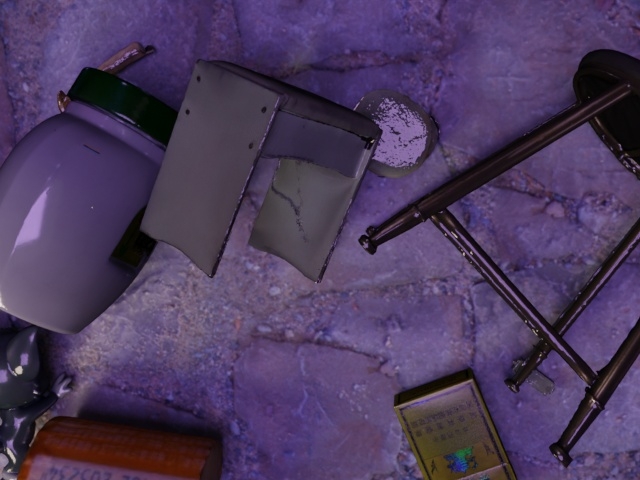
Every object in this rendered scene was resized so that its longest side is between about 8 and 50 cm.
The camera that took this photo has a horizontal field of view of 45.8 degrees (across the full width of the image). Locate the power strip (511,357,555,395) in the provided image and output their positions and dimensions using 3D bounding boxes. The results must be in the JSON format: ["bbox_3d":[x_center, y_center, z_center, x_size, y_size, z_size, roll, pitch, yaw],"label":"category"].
[{"bbox_3d":[0.346,0.221,1.239,0.083,0.017,0.027,38,101,-1],"label":"power strip"}]

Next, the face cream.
[{"bbox_3d":[-0.349,-0.053,1.125,0.219,0.312,0.357,26,83,12],"label":"face cream"}]

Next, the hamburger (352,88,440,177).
[{"bbox_3d":[0.110,-0.163,1.180,0.140,0.062,0.133,27,98,4],"label":"hamburger"}]

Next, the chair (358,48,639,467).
[{"bbox_3d":[0.328,-0.012,1.039,0.410,0.364,0.362,-42,89,5],"label":"chair"}]

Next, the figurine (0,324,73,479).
[{"bbox_3d":[-0.545,0.276,1.294,0.193,0.140,0.265,2,76,24],"label":"figurine"}]

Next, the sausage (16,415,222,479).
[{"bbox_3d":[-0.324,0.421,1.244,0.287,0.233,0.233,6,100,5],"label":"sausage"}]

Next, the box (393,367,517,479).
[{"bbox_3d":[0.226,0.338,1.250,0.141,0.064,0.220,-23,94,10],"label":"box"}]

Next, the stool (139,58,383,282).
[{"bbox_3d":[-0.081,-0.093,1.095,0.170,0.244,0.269,29,104,35],"label":"stool"}]

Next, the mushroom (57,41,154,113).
[{"bbox_3d":[-0.349,-0.260,1.221,0.187,0.061,0.060,-41,88,7],"label":"mushroom"}]
